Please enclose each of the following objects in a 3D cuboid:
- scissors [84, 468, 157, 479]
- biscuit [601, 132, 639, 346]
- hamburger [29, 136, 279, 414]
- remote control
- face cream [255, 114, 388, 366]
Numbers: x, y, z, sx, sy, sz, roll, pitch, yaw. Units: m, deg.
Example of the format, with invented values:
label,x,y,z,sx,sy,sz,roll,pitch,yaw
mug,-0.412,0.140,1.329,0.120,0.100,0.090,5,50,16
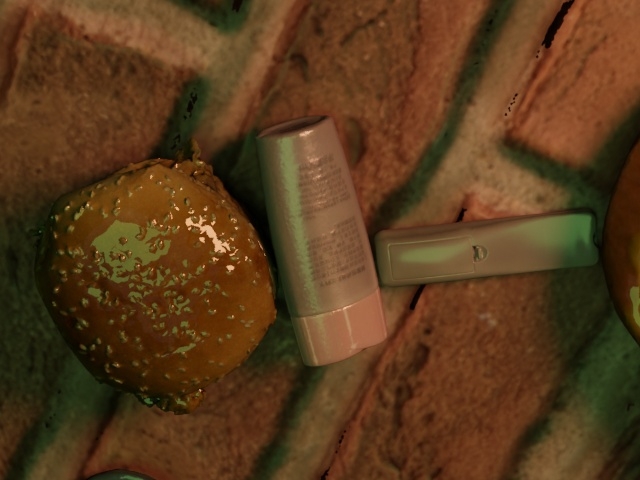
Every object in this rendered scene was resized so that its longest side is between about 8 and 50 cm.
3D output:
label,x,y,z,sx,sy,sz,roll,pitch,yaw
scissors,-0.083,0.284,1.173,0.289,0.041,0.138,8,109,6
biscuit,0.413,0.011,0.968,0.394,0.070,0.350,32,102,16
hamburger,-0.130,0.041,1.063,0.189,0.122,0.215,-22,106,9
remote control,0.137,0.008,1.078,0.184,0.027,0.050,-7,106,6
face cream,0.000,0.000,1.068,0.084,0.057,0.198,-19,107,-25
